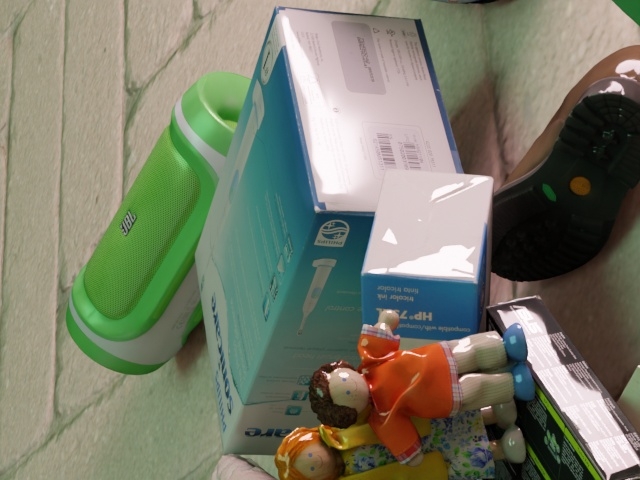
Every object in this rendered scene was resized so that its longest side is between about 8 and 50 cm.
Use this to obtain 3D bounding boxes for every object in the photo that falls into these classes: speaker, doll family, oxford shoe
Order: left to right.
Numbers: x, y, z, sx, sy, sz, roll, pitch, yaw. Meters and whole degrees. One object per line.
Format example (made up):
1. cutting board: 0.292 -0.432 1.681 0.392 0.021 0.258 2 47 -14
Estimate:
1. speaker: -0.131 -0.012 1.842 0.296 0.131 0.131 -57 33 31
2. doll family: 0.057 0.178 1.200 0.118 0.163 0.263 123 135 -69
3. oxford shoe: 0.180 -0.050 1.361 0.227 0.083 0.096 -52 8 47

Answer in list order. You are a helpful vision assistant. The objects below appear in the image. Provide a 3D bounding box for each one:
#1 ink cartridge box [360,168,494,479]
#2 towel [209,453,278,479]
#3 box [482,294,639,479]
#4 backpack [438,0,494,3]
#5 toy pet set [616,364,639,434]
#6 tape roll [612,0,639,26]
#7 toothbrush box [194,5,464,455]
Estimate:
1. ink cartridge box: 0.073 0.084 1.334 0.134 0.078 0.231 -74 -14 -56
2. towel: -0.028 0.338 1.401 0.332 0.053 0.316 -162 74 -70
3. box: 0.154 0.161 1.242 0.190 0.045 0.184 -120 26 -54
4. backpack: 0.079 -0.322 1.537 0.276 0.213 0.263 20 105 59
5. toy pet set: 0.236 0.121 1.199 0.114 0.065 0.122 37 117 23
6. tape roll: 0.239 -0.195 1.037 0.077 0.321 0.321 -50 37 39
7. toothbrush box: 0.000 0.000 1.525 0.295 0.126 0.216 112 155 -44
